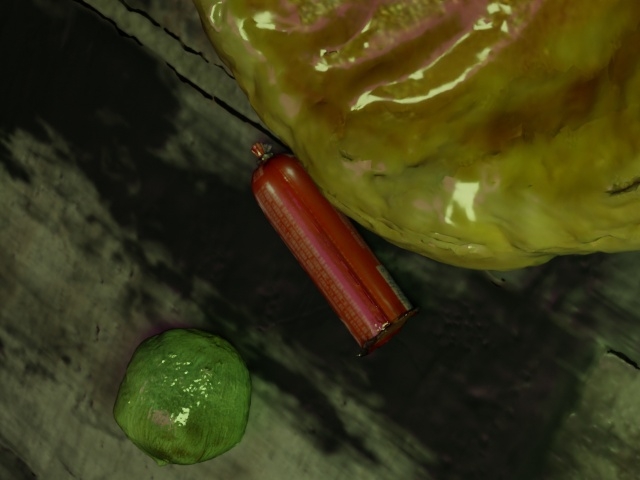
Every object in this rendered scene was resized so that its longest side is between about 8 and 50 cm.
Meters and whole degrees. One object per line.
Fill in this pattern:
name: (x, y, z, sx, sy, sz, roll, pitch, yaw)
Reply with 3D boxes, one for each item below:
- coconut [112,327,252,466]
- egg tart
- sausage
coconut: (-0.089, 0.105, 0.894, 0.087, 0.088, 0.096, 24, 107, 26)
egg tart: (0.097, -0.176, 0.664, 0.387, 0.169, 0.388, 11, 110, 32)
sausage: (0.000, 0.000, 0.834, 0.145, 0.050, 0.048, 54, 164, 10)
